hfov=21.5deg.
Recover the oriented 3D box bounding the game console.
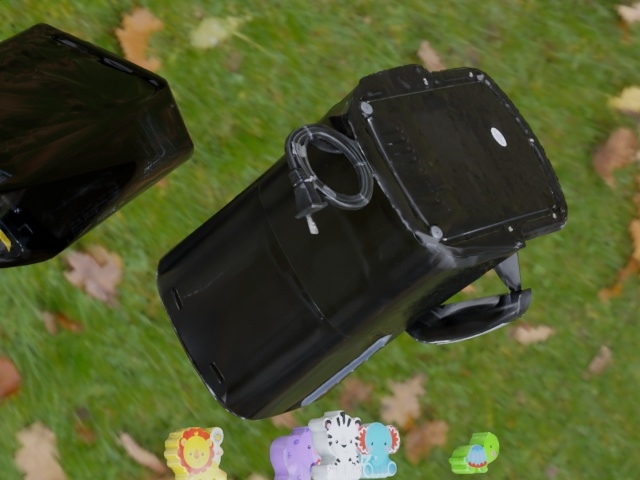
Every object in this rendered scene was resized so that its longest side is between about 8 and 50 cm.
[{"bbox_3d":[-0.263,-0.104,0.981,0.361,0.213,0.044,26,120,13],"label":"game console"}]

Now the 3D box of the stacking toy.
[{"bbox_3d":[0.013,0.164,1.328,0.221,0.167,0.052,6,79,-46],"label":"stacking toy"}]

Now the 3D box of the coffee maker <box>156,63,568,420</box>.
[{"bbox_3d":[0.000,0.000,0.820,0.171,0.120,0.178,13,142,-36],"label":"coffee maker"}]
